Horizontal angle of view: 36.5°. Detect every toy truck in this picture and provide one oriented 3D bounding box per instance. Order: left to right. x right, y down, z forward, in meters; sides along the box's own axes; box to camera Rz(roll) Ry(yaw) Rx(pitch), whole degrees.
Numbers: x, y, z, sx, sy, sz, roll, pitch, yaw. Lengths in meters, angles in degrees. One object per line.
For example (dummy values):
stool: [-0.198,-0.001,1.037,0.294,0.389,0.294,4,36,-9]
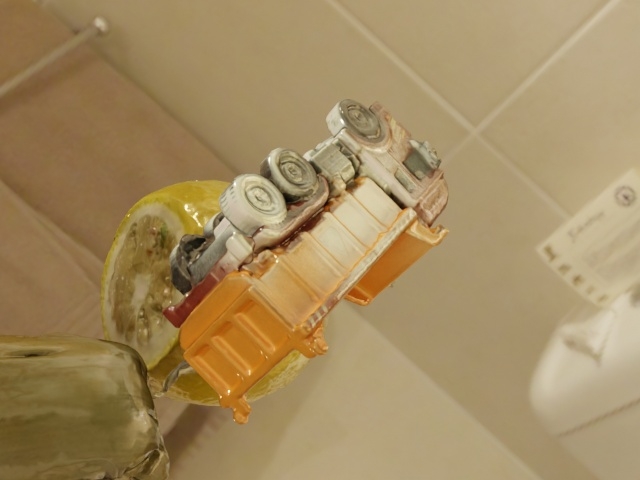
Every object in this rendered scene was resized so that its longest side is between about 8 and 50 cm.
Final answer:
toy truck: [0.000,0.000,0.695,0.114,0.135,0.270,-44,0,38]

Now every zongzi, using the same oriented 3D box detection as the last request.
zongzi: [-0.281,0.112,0.732,0.447,0.418,0.181,-20,47,1]

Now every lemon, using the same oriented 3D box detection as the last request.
lemon: [-0.099,0.059,1.036,0.240,0.219,0.240,-18,67,48]
